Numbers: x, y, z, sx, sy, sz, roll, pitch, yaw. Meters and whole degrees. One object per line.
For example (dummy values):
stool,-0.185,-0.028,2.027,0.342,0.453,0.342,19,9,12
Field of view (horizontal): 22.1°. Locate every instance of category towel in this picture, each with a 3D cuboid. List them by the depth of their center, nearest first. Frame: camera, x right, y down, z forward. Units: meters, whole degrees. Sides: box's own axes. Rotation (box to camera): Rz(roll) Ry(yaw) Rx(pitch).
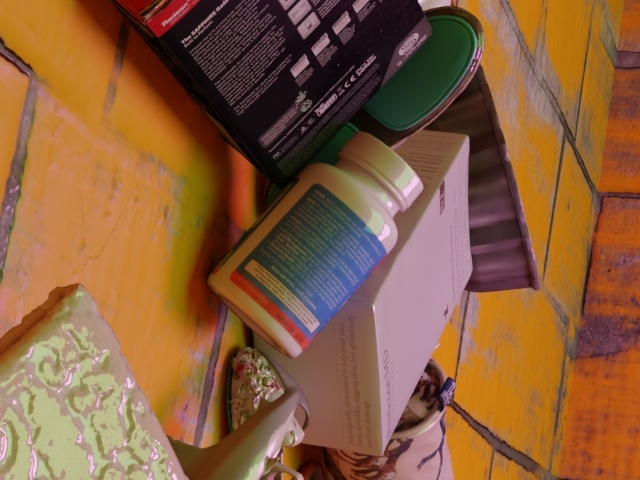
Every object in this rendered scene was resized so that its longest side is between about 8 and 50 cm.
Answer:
towel,-0.198,0.249,1.184,0.317,0.053,0.332,-46,121,-43

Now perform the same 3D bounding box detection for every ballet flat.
ballet flat,-0.054,0.233,1.743,0.091,0.077,0.241,-13,104,-64
ballet flat,0.057,-0.139,1.756,0.107,0.316,0.106,48,21,0

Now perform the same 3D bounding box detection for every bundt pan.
bundt pan,0.193,-0.076,2.195,0.331,0.124,0.331,-15,90,-87

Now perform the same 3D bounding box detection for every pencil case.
pencil case,0.100,0.313,2.056,0.183,0.160,0.410,-32,135,-26

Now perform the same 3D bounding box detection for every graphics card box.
graphics card box,-0.040,-0.218,1.508,0.233,0.094,0.371,-47,152,-3

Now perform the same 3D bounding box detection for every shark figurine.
shark figurine,-0.098,0.205,1.594,0.278,0.116,0.166,-56,175,-27

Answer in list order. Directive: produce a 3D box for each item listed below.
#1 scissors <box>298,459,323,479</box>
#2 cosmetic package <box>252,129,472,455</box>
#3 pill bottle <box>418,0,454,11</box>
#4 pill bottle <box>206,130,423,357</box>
scissors,-0.048,0.312,1.881,0.297,0.021,0.109,14,81,-71
cosmetic package,0.055,0.046,1.904,0.385,0.156,0.217,-61,152,-51
pill bottle,0.109,-0.268,2.026,0.216,0.121,0.121,66,35,-53
pill bottle,0.000,0.000,1.655,0.221,0.124,0.124,-48,152,-8
